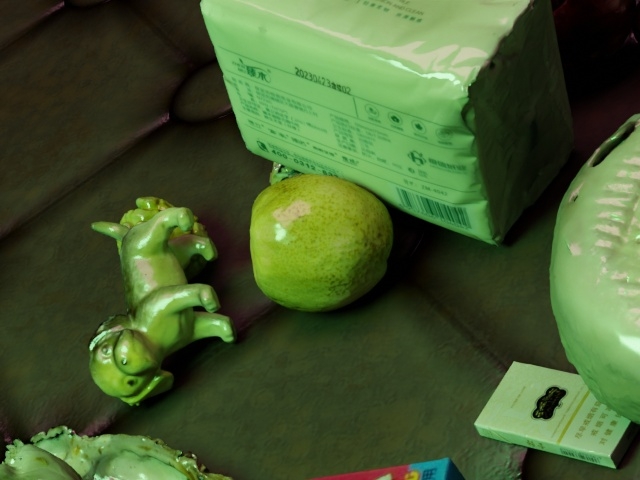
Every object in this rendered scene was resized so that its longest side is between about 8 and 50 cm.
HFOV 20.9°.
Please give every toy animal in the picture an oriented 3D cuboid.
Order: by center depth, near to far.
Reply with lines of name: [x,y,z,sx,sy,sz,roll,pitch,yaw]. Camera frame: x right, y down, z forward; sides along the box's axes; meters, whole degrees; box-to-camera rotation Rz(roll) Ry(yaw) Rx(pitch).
toy animal: [-0.194,0.075,2.061,0.169,0.121,0.233,-7,66,12]

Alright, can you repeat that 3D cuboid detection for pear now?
pear: [0.000,0.000,2.022,0.178,0.178,0.178,-19,38,16]

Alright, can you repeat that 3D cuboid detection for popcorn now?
popcorn: [-0.200,0.008,2.195,0.121,0.106,0.116,4,41,-19]

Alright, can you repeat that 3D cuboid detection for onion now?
onion: [0.241,-0.296,2.092,0.272,0.272,0.195,4,48,38]

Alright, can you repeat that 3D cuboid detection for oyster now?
oyster: [-0.218,0.280,1.926,0.345,0.078,0.128,-1,57,37]

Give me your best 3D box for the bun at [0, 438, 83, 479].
bun: [-0.320,0.333,1.758,0.282,0.205,0.281,7,60,-12]

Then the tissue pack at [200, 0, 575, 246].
tissue pack: [0.080,-0.194,2.002,0.380,0.297,0.207,23,61,28]

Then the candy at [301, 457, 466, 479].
candy: [-0.002,0.319,1.706,0.306,0.100,0.157,-12,41,25]

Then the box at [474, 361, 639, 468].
box: [0.246,0.175,1.758,0.167,0.024,0.090,9,52,41]

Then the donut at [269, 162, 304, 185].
donut: [0.012,-0.089,2.189,0.175,0.068,0.174,-19,40,16]

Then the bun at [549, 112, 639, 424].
bun: [0.392,0.031,1.672,0.360,0.211,0.359,-16,46,18]
